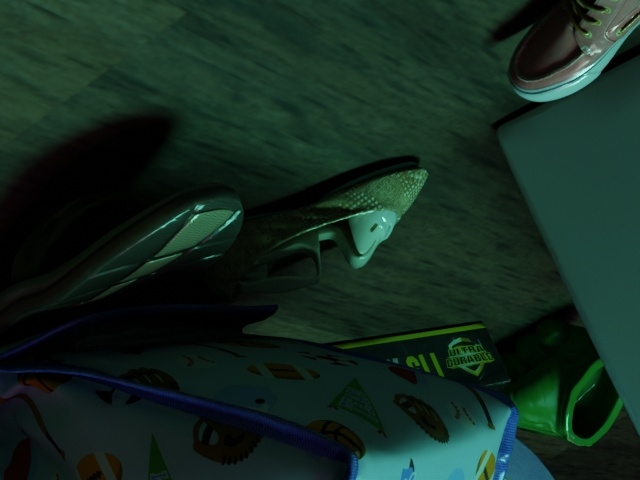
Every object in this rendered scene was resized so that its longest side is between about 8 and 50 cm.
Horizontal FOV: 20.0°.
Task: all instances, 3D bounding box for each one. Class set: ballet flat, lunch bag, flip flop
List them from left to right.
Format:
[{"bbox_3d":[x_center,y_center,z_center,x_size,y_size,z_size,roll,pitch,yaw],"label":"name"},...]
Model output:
[{"bbox_3d":[-0.168,0.009,1.298,0.112,0.080,0.277,-5,166,-43],"label":"flip flop"},{"bbox_3d":[-0.087,0.170,1.399,0.385,0.239,0.328,14,-174,27],"label":"lunch bag"},{"bbox_3d":[0.000,0.000,1.448,0.206,0.067,0.073,-21,157,-10],"label":"ballet flat"}]

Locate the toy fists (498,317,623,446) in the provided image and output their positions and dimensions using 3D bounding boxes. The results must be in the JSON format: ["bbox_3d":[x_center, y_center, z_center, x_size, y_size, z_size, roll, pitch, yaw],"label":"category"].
[{"bbox_3d":[0.211,0.210,1.960,0.096,0.142,0.279,35,83,-34],"label":"toy fists"}]

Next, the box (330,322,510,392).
[{"bbox_3d":[0.002,0.194,1.874,0.322,0.079,0.257,-6,153,-38],"label":"box"}]

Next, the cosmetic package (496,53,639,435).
[{"bbox_3d":[0.394,0.023,1.560,0.327,0.329,0.393,-27,157,9],"label":"cosmetic package"}]

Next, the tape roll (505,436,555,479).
[{"bbox_3d":[0.108,0.298,1.750,0.274,0.275,0.090,-13,154,-27],"label":"tape roll"}]

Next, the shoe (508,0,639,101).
[{"bbox_3d":[0.193,-0.171,1.280,0.178,0.063,0.081,-38,153,17],"label":"shoe"}]
